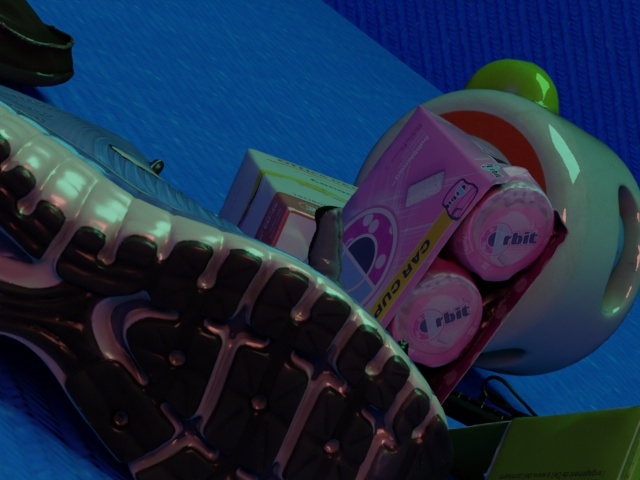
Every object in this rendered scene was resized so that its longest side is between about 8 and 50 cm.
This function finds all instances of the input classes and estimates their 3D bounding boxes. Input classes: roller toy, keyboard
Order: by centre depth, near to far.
[{"bbox_3d":[0.097,0.095,1.202,0.192,0.038,0.100,25,-7,46],"label":"keyboard"},{"bbox_3d":[0.127,-0.001,1.424,0.146,0.209,0.191,21,32,-55],"label":"roller toy"}]

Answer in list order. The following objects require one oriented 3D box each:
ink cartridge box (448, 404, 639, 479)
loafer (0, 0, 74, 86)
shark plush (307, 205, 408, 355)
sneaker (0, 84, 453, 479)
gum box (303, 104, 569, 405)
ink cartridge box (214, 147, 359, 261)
[{"bbox_3d":[0.156,0.178,1.075,0.189,0.097,0.255,31,-22,-20],"label":"ink cartridge box"},{"bbox_3d":[-0.249,-0.180,1.321,0.220,0.078,0.080,33,12,-14],"label":"loafer"},{"bbox_3d":[0.013,0.063,0.980,0.067,0.161,0.073,-6,1,3],"label":"shark plush"},{"bbox_3d":[-0.078,0.015,0.907,0.330,0.130,0.147,35,16,-3],"label":"sneaker"},{"bbox_3d":[0.045,0.026,1.076,0.062,0.188,0.107,30,12,-29],"label":"gum box"},{"bbox_3d":[0.000,0.000,1.285,0.115,0.067,0.198,21,10,-17],"label":"ink cartridge box"}]
